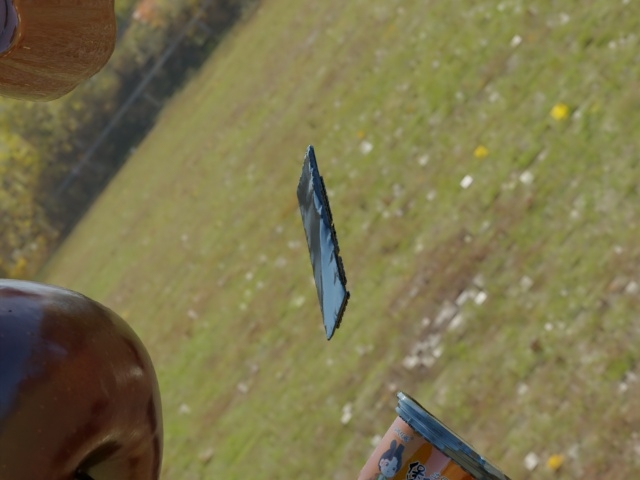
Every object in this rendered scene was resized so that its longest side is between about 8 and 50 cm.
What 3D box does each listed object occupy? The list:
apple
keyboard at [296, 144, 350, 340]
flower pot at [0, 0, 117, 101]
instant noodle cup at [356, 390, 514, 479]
[{"bbox_3d":[-0.284,0.165,1.312,0.316,0.288,0.288,14,56,33],"label":"apple"},{"bbox_3d":[0.002,0.000,1.461,0.074,0.015,0.196,101,163,-47],"label":"keyboard"},{"bbox_3d":[-0.320,-0.228,1.529,0.191,0.190,0.173,-49,-5,17],"label":"flower pot"},{"bbox_3d":[0.118,0.267,1.668,0.125,0.177,0.208,-51,2,-2],"label":"instant noodle cup"}]
